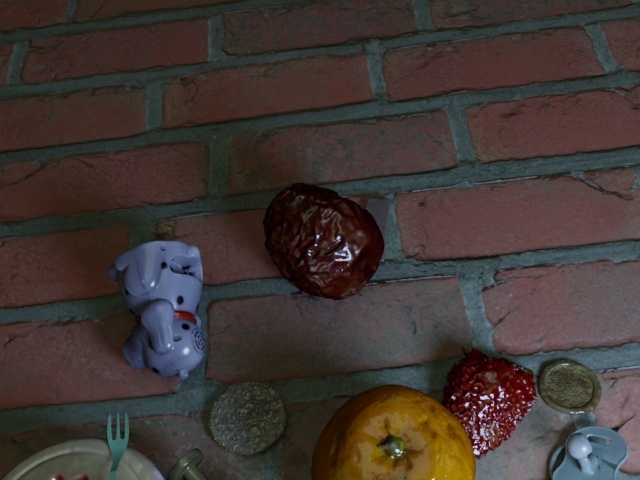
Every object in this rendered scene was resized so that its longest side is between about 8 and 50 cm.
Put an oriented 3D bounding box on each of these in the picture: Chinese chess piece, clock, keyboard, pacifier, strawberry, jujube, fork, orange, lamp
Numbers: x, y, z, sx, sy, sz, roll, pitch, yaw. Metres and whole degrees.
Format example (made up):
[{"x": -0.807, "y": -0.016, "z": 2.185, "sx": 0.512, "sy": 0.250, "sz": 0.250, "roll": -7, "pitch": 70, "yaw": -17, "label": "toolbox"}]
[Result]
[{"x": -0.393, "y": 0.490, "z": 1.313, "sx": 0.337, "sy": 0.141, "sz": 0.338, "roll": -4, "pitch": 53, "yaw": 5, "label": "Chinese chess piece"}, {"x": -0.297, "y": 0.150, "z": 1.562, "sx": 0.188, "sy": 0.189, "sz": 0.254, "roll": -12, "pitch": 67, "yaw": -1, "label": "clock"}, {"x": 0.114, "y": -0.022, "z": 1.712, "sx": 0.055, "sy": 0.017, "sz": 0.166, "roll": 4, "pitch": 53, "yaw": 6, "label": "keyboard"}, {"x": 0.426, "y": 0.353, "z": 1.321, "sx": 0.126, "sy": 0.117, "sz": 0.150, "roll": 9, "pitch": 54, "yaw": 47, "label": "pacifier"}, {"x": 0.288, "y": 0.283, "z": 1.408, "sx": 0.167, "sy": 0.087, "sz": 0.208, "roll": 12, "pitch": 57, "yaw": 15, "label": "strawberry"}, {"x": 0.000, "y": 0.000, "z": 1.587, "sx": 0.232, "sy": 0.213, "sz": 0.213, "roll": 27, "pitch": 61, "yaw": 34, "label": "jujube"}, {"x": -0.332, "y": 0.386, "z": 1.289, "sx": 0.039, "sy": 0.021, "sz": 0.235, "roll": -8, "pitch": 52, "yaw": 6, "label": "fork"}, {"x": 0.114, "y": 0.362, "z": 1.282, "sx": 0.261, "sy": 0.261, "sz": 0.261, "roll": -4, "pitch": 52, "yaw": 5, "label": "orange"}, {"x": -0.152, "y": 0.439, "z": 1.327, "sx": 0.214, "sy": 0.121, "sz": 0.121, "roll": 40, "pitch": 67, "yaw": 19, "label": "lamp"}]

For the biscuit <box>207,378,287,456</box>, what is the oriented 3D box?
[{"x": -0.133, "y": 0.322, "z": 1.480, "sx": 0.152, "sy": 0.020, "sz": 0.152, "roll": -5, "pitch": 51, "yaw": 6, "label": "biscuit"}]

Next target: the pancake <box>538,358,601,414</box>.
[{"x": 0.446, "y": 0.261, "z": 1.450, "sx": 0.114, "sy": 0.011, "sz": 0.115, "roll": -3, "pitch": 53, "yaw": 4, "label": "pancake"}]
